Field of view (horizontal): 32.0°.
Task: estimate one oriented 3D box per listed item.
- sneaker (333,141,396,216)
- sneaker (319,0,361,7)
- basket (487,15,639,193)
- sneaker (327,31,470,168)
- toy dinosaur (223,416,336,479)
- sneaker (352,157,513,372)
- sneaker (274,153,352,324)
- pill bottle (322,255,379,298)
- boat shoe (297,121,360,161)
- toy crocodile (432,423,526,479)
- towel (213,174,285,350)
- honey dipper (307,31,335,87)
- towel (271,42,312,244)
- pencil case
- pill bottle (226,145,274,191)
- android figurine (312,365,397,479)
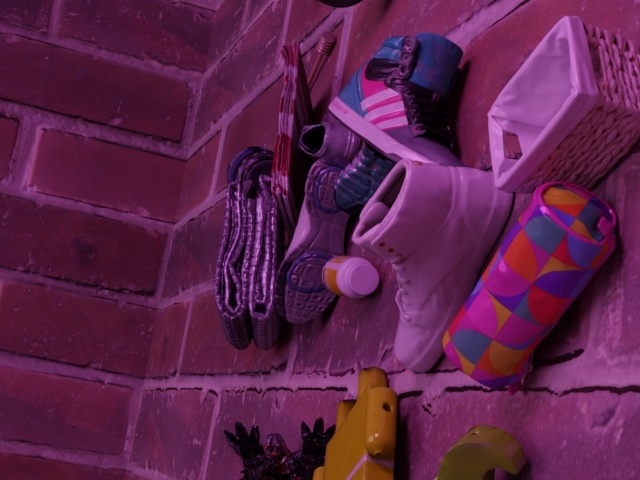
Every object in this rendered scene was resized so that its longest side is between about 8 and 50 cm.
[{"bbox_3d":[0.095,-0.127,1.744,0.098,0.083,0.224,-56,-1,-40],"label":"sneaker"},{"bbox_3d":[0.106,-0.628,1.953,0.448,0.169,0.257,-63,12,17],"label":"sneaker"},{"bbox_3d":[0.256,-0.128,1.141,0.167,0.103,0.113,124,153,-51],"label":"basket"},{"bbox_3d":[0.145,-0.187,1.526,0.178,0.123,0.295,-56,43,9],"label":"sneaker"},{"bbox_3d":[-0.050,0.397,1.732,0.322,0.164,0.218,41,137,52],"label":"toy dinosaur"},{"bbox_3d":[0.107,0.028,1.394,0.108,0.169,0.293,-111,37,-58],"label":"sneaker"},{"bbox_3d":[0.000,0.000,1.907,0.129,0.111,0.297,-95,23,-85],"label":"sneaker"},{"bbox_3d":[0.049,0.057,1.727,0.116,0.065,0.065,-176,98,-73],"label":"pill bottle"},{"bbox_3d":[0.003,-0.184,2.019,0.227,0.081,0.079,-166,89,-73],"label":"boat shoe"},{"bbox_3d":[0.134,0.359,1.195,0.115,0.105,0.341,3,-79,-65],"label":"toy crocodile"},{"bbox_3d":[-0.134,0.045,2.078,0.235,0.121,0.284,86,-176,-69],"label":"towel"},{"bbox_3d":[-0.009,-0.358,2.277,0.161,0.030,0.030,119,157,-48],"label":"honey dipper"},{"bbox_3d":[-0.052,-0.173,2.104,0.237,0.037,0.329,75,-164,-62],"label":"towel"},{"bbox_3d":[0.217,0.051,1.157,0.104,0.104,0.236,-97,24,-48],"label":"pencil case"},{"bbox_3d":[-0.121,-0.126,2.276,0.219,0.122,0.123,-141,65,-77],"label":"pill bottle"},{"bbox_3d":[0.046,0.311,1.518,0.248,0.056,0.273,120,165,-44],"label":"android figurine"}]
